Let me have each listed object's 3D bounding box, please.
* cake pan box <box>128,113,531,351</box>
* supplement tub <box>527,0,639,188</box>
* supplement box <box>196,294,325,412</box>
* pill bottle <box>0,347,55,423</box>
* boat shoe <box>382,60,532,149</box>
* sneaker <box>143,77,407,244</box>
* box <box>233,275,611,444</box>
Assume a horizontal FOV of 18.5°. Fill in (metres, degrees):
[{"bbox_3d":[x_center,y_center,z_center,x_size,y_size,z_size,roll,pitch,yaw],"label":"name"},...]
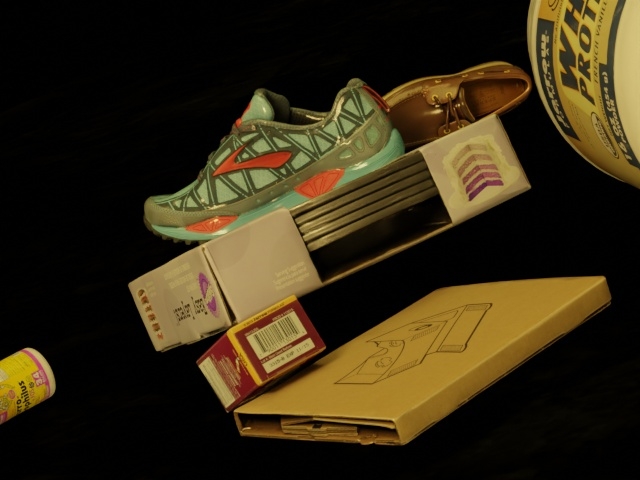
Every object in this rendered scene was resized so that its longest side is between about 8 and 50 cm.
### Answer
[{"bbox_3d":[0.000,0.000,1.460,0.246,0.070,0.267,-26,1,-17],"label":"cake pan box"},{"bbox_3d":[0.273,-0.134,1.350,0.228,0.228,0.316,-21,12,-5],"label":"supplement tub"},{"bbox_3d":[-0.040,0.076,1.306,0.055,0.043,0.083,-29,-7,-25],"label":"supplement box"},{"bbox_3d":[-0.248,0.118,1.507,0.083,0.043,0.043,-29,15,-33],"label":"pill bottle"},{"bbox_3d":[0.127,-0.134,1.945,0.178,0.064,0.060,-20,10,-13],"label":"boat shoe"},{"bbox_3d":[-0.052,-0.081,1.857,0.262,0.125,0.104,-18,12,11],"label":"sneaker"},{"bbox_3d":[0.065,0.075,1.263,0.201,0.021,0.164,-30,16,-36],"label":"box"}]
